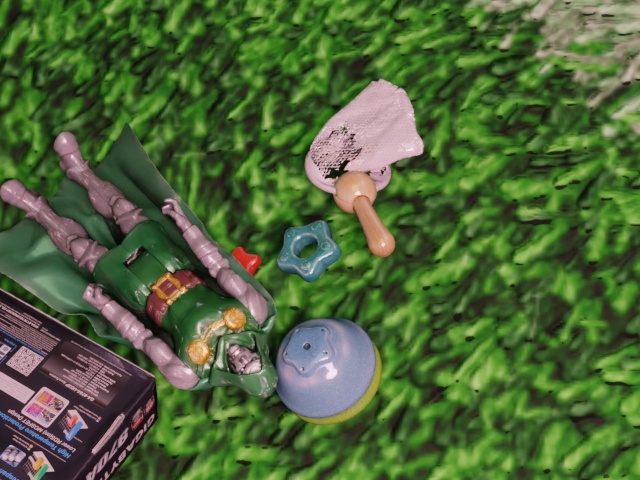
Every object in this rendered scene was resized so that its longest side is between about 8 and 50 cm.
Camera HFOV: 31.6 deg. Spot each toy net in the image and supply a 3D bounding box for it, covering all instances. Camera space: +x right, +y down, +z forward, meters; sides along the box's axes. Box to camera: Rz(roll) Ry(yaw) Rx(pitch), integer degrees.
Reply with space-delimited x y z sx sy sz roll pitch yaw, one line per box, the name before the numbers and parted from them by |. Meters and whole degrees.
toy net | 0.000 0.000 0.739 0.122 0.045 0.232 7 64 27

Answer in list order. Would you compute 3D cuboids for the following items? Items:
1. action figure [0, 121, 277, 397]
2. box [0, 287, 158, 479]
action figure | -0.106 0.021 0.704 0.232 0.063 0.137 38 78 28
box | -0.235 0.104 0.677 0.220 0.051 0.175 27 52 14
